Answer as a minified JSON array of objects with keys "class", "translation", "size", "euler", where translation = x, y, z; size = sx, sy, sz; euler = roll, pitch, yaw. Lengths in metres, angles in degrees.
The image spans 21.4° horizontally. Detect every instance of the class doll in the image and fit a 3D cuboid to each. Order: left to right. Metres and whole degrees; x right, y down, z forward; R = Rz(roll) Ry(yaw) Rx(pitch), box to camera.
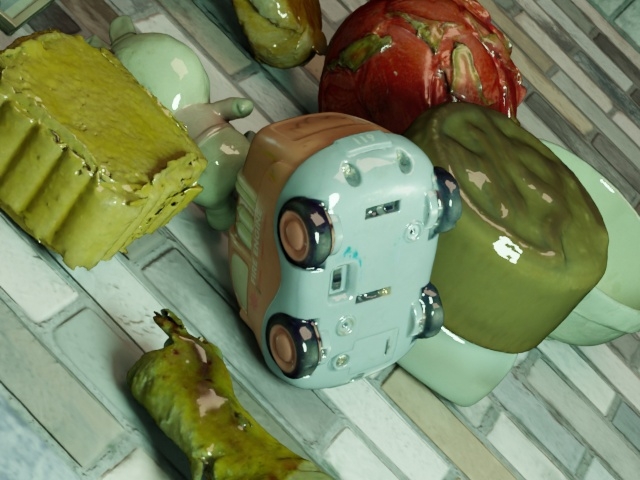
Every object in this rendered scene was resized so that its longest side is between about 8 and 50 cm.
[{"class":"doll","translation":[-0.162,-0.137,1.872],"size":[0.275,0.155,0.113],"euler":[49,6,4]}]

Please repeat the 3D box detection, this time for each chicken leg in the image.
[{"class":"chicken leg","translation":[-0.050,0.235,1.526],"size":[0.429,0.153,0.201],"euler":[52,14,30]}]

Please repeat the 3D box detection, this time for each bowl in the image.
[{"class":"bowl","translation":[0.321,0.021,2.314],"size":[0.307,0.163,0.307],"euler":[34,29,-22]}]

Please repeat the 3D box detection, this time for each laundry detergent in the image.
[{"class":"laundry detergent","translation":[0.057,0.004,2.014],"size":[0.398,0.124,0.264],"euler":[36,30,-12]}]

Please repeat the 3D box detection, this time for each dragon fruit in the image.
[{"class":"dragon fruit","translation":[0.129,-0.186,2.229],"size":[0.277,0.277,0.342],"euler":[38,41,-14]}]

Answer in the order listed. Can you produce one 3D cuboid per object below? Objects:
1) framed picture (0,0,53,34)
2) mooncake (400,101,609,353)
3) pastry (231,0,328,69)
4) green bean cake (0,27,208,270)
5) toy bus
[{"class":"framed picture","translation":[-0.377,-0.321,1.976],"size":[0.150,0.015,0.203],"euler":[41,26,-6]},{"class":"mooncake","translation":[0.192,-0.022,1.934],"size":[0.284,0.155,0.284],"euler":[28,36,-22]},{"class":"pastry","translation":[-0.069,-0.340,2.287],"size":[0.229,0.100,0.218],"euler":[-82,149,-61]},{"class":"green bean cake","translation":[-0.246,-0.091,1.704],"size":[0.230,0.131,0.224],"euler":[43,24,4]},{"class":"toy bus","translation":[0.000,0.000,1.786],"size":[0.194,0.287,0.232],"euler":[-17,39,-33]}]
